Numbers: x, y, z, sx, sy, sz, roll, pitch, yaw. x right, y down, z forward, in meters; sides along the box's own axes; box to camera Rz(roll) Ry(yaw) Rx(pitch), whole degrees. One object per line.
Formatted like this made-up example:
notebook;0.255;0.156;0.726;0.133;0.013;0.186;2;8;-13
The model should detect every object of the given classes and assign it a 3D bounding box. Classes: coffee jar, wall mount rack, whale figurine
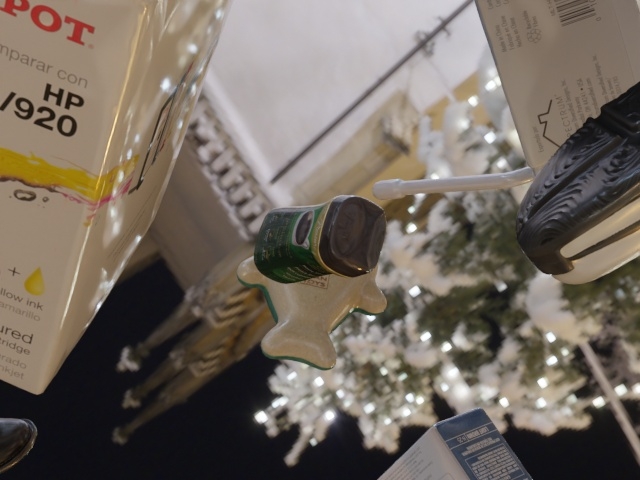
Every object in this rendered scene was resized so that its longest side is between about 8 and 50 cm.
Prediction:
coffee jar;0.000;0.000;1.372;0.079;0.184;0.096;25;-108;-31
wall mount rack;0.150;-0.158;0.935;0.130;0.304;0.350;-76;-33;-69
whale figurine;-0.017;0.083;1.592;0.216;0.141;0.272;13;-134;-4

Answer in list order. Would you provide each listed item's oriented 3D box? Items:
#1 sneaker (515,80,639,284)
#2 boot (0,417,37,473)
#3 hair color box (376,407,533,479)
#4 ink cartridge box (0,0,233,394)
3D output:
sneaker;0.373;-0.037;0.758;0.257;0.447;0.169;57;-173;-16
boot;-0.551;0.237;1.560;0.091;0.262;0.229;-93;-8;-47
hair color box;0.217;0.399;1.366;0.105;0.174;0.347;-10;-122;-43
ink cartridge box;-0.153;-0.085;0.536;0.171;0.233;0.168;24;-142;-1
